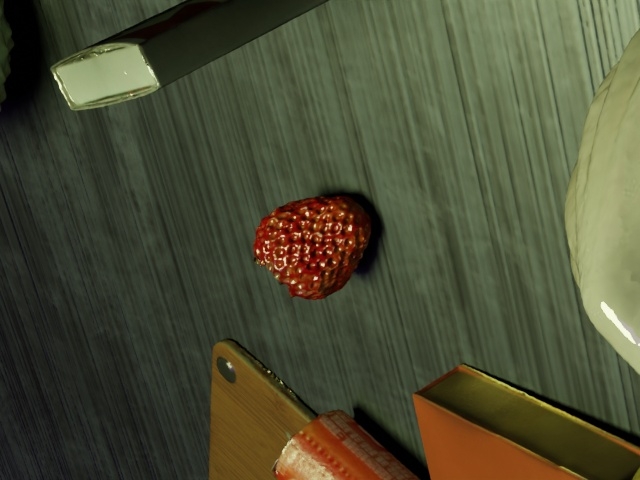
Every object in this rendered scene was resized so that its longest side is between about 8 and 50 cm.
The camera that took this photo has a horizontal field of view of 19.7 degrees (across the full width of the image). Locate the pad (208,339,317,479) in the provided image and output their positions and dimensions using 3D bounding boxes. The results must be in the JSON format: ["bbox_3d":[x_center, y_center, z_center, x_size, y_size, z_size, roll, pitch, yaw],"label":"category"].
[{"bbox_3d":[0.001,0.249,1.499,0.286,0.018,0.284,41,145,30],"label":"pad"}]

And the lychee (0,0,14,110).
[{"bbox_3d":[-0.373,-0.145,1.469,0.255,0.255,0.274,45,155,23],"label":"lychee"}]

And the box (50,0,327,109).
[{"bbox_3d":[-0.061,-0.132,1.097,0.115,0.177,0.036,-4,113,55],"label":"box"}]

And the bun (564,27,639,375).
[{"bbox_3d":[0.200,0.015,0.848,0.263,0.175,0.263,37,143,35],"label":"bun"}]

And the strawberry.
[{"bbox_3d":[0.000,0.000,1.245,0.083,0.073,0.073,-36,84,23],"label":"strawberry"}]

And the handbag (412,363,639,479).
[{"bbox_3d":[0.146,0.168,1.175,0.190,0.063,0.127,23,134,51],"label":"handbag"}]

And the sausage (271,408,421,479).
[{"bbox_3d":[0.084,0.225,1.296,0.274,0.074,0.074,38,144,30],"label":"sausage"}]

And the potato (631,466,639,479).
[{"bbox_3d":[0.257,0.235,0.969,0.300,0.140,0.173,56,-165,-5],"label":"potato"}]
